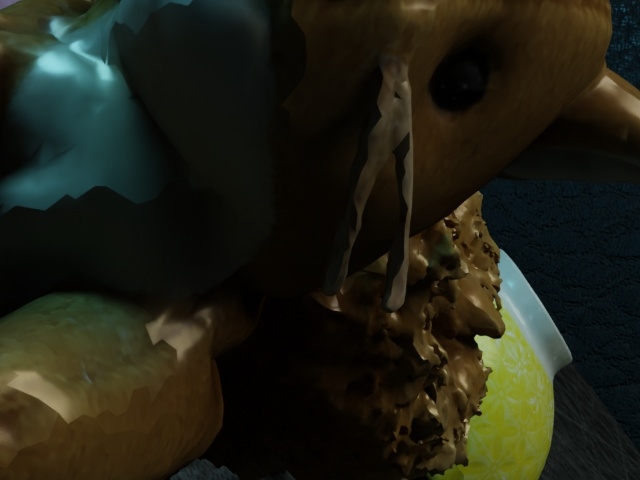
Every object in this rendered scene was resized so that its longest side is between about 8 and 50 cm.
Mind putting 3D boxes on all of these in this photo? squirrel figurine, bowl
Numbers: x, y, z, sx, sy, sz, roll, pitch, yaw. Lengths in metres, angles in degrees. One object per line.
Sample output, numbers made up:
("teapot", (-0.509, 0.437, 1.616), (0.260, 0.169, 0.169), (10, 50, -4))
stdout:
("squirrel figurine", (-0.062, -0.010, 0.626), (0.281, 0.370, 0.397), (54, 11, 14))
("bowl", (0.118, 0.095, 1.447), (0.289, 0.156, 0.289), (58, 1, -2))

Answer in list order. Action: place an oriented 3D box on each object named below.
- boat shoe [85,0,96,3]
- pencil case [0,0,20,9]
("boat shoe", (-0.246, -0.241, 1.265), (0.302, 0.103, 0.113), (21, -8, -27))
("pencil case", (-0.294, -0.231, 1.066), (0.284, 0.124, 0.124), (46, 12, -30))
